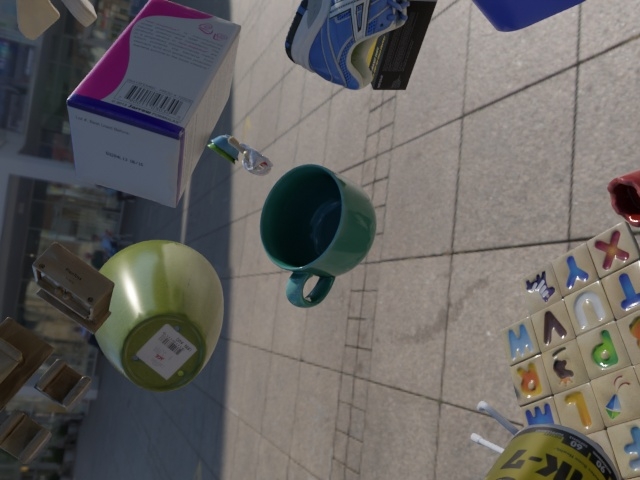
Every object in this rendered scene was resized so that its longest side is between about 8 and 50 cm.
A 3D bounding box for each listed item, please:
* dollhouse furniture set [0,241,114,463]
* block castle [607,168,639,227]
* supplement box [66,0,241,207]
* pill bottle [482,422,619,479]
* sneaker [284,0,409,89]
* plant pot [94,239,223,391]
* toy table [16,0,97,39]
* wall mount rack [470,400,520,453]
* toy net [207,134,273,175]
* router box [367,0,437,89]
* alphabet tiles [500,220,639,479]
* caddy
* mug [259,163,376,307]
[{"bbox_3d":[-0.403,0.144,0.754,0.242,0.212,0.161,-56,7,-30],"label":"dollhouse furniture set"},{"bbox_3d":[0.581,0.051,0.688,0.302,0.213,0.453,63,176,-18],"label":"block castle"},{"bbox_3d":[-0.175,-0.160,0.619,0.113,0.111,0.220,112,173,-49],"label":"supplement box"},{"bbox_3d":[0.202,0.276,0.531,0.119,0.209,0.119,13,112,35],"label":"pill bottle"},{"bbox_3d":[0.047,-0.222,0.464,0.080,0.081,0.211,-42,-12,-43],"label":"sneaker"},{"bbox_3d":[-0.300,0.158,1.044,0.293,0.275,0.274,-151,72,-70],"label":"plant pot"},{"bbox_3d":[-0.465,-0.475,0.934,0.274,0.161,0.252,-27,53,14],"label":"toy table"},{"bbox_3d":[0.412,0.316,1.089,0.130,0.350,0.304,39,164,32],"label":"wall mount rack"},{"bbox_3d":[-0.141,-0.155,1.091,0.045,0.122,0.232,-54,30,0],"label":"toy net"},{"bbox_3d":[0.151,-0.506,1.135,0.308,0.081,0.242,105,157,-53],"label":"router box"},{"bbox_3d":[0.346,0.159,0.659,0.285,0.011,0.342,-43,41,44],"label":"alphabet tiles"},{"bbox_3d":[0.460,-0.609,1.174,0.341,0.179,0.241,-12,51,44],"label":"caddy"},{"bbox_3d":[-0.003,-0.008,0.691,0.129,0.097,0.157,44,107,36],"label":"mug"}]
